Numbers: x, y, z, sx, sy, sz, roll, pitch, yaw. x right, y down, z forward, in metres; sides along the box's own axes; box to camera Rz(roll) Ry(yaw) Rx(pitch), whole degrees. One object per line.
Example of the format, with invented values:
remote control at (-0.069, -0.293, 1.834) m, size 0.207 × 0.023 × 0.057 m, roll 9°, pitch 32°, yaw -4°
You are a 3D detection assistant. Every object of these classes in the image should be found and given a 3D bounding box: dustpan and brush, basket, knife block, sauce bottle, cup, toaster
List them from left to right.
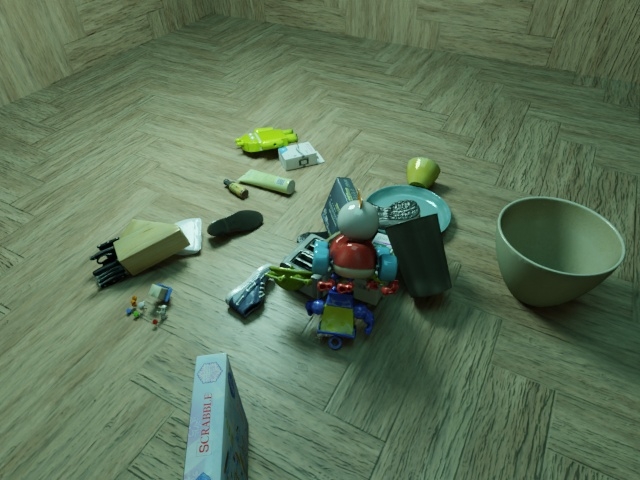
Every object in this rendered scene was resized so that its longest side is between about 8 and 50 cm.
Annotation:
knife block at (-0.597, 0.053, 1.437) m, size 0.276 × 0.088 × 0.242 m, roll 7°, pitch 57°, yaw 19°
dustpan and brush at (-0.525, -0.005, 1.558) m, size 0.211 × 0.060 × 0.147 m, roll -2°, pitch 55°, yaw -10°
sauce bottle at (-0.342, -0.211, 1.778) m, size 0.128 × 0.042 × 0.042 m, roll 30°, pitch 51°, yaw 32°
toaster at (-0.018, 0.087, 1.400) m, size 0.186 × 0.110 × 0.168 m, roll 25°, pitch 50°, yaw 25°
basket at (0.301, 0.048, 1.334) m, size 0.154 × 0.226 × 0.204 m, roll -17°, pitch -3°, yaw 39°
cup at (0.670, 0.062, 1.317) m, size 0.331 × 0.236 × 0.331 m, roll -1°, pitch 42°, yaw 1°

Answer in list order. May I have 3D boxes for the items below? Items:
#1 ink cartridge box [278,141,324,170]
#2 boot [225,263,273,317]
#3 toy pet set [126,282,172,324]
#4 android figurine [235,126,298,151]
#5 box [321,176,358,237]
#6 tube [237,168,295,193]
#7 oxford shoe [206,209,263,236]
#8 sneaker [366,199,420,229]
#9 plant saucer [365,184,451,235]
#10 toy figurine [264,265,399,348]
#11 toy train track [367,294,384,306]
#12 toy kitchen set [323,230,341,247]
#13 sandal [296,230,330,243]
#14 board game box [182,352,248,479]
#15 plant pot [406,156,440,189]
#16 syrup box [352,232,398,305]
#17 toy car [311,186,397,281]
ink cartridge box at (-0.083, -0.372, 1.929) m, size 0.180 × 0.060 × 0.104 m, roll -16°, pitch 44°, yaw -15°
boot at (-0.195, 0.156, 1.371) m, size 0.086 × 0.069 × 0.190 m, roll 37°, pitch 62°, yaw 25°
toy pet set at (-0.507, 0.189, 1.355) m, size 0.122 × 0.065 × 0.114 m, roll 17°, pitch 81°, yaw 22°
android figurine at (-0.247, -0.458, 2.004) m, size 0.273 × 0.056 × 0.248 m, roll -10°, pitch 29°, yaw -11°
box at (0.080, -0.069, 1.487) m, size 0.059 × 0.183 × 0.232 m, roll 1°, pitch 49°, yaw -24°
tube at (-0.216, -0.243, 1.803) m, size 0.240 × 0.062 × 0.070 m, roll 17°, pitch 5°, yaw 25°
oxford shoe at (-0.311, -0.064, 1.604) m, size 0.212 × 0.076 × 0.076 m, roll -14°, pitch 4°, yaw -28°
sneaker at (0.212, -0.070, 1.523) m, size 0.272 × 0.108 × 0.100 m, roll 0°, pitch 60°, yaw 25°
plant saucer at (0.315, -0.095, 1.637) m, size 0.318 × 0.043 × 0.317 m, roll 0°, pitch 43°, yaw 0°
toy figurine at (0.020, 0.197, 1.210) m, size 0.363 × 0.217 × 0.191 m, roll 6°, pitch 9°, yaw 5°
toy train track at (0.167, 0.179, 1.364) m, size 0.048 × 0.014 × 0.083 m, roll 18°, pitch 42°, yaw 26°
toy kitchen set at (0.049, 0.029, 1.334) m, size 0.068 × 0.083 × 0.075 m, roll 41°, pitch 43°, yaw -17°
sandal at (0.000, 0.000, 1.551) m, size 0.179 × 0.040 × 0.067 m, roll -9°, pitch 47°, yaw -30°
board game box at (-0.194, 0.445, 0.869) m, size 0.066 × 0.318 × 0.318 m, roll -5°, pitch 42°, yaw -4°
plant pot at (0.396, -0.249, 1.753) m, size 0.134 × 0.134 × 0.095 m, roll 14°, pitch 67°, yaw 16°
syrup box at (0.179, 0.084, 1.396) m, size 0.093 × 0.096 × 0.237 m, roll 17°, pitch 43°, yaw 21°
toy car at (0.097, -0.026, 1.207) m, size 0.219 × 0.237 × 0.210 m, roll 6°, pitch 10°, yaw -1°
